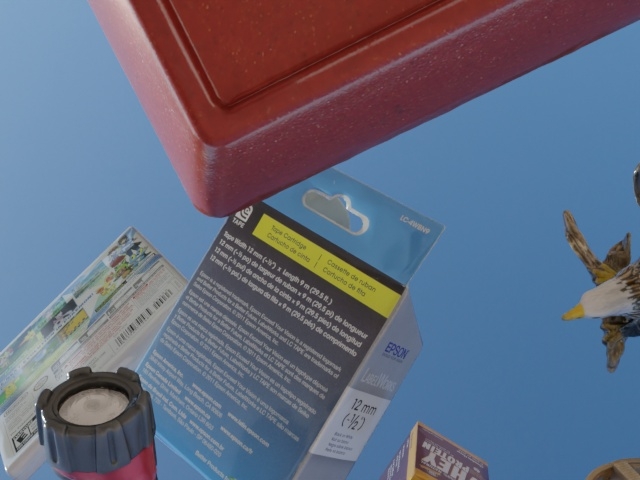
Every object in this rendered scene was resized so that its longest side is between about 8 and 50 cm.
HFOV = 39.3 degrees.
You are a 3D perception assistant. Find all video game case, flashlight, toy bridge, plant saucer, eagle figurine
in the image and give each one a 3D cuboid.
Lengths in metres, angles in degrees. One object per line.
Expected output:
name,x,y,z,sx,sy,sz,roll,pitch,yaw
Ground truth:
video game case,-0.333,0.142,1.263,0.329,0.036,0.300,-46,-149,-7
flashlight,-0.197,0.267,0.845,0.103,0.304,0.103,15,-150,24
toy bridge,0.284,0.225,0.806,0.188,0.026,0.063,-9,-149,-22
plant saucer,0.005,-0.168,0.325,0.259,0.259,0.048,-25,-171,12
eagle figurine,0.340,0.034,0.867,0.226,0.298,0.225,38,-111,7

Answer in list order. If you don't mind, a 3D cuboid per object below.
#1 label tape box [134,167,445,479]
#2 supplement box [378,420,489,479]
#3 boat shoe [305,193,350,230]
label tape box,-0.030,0.098,0.974,0.249,0.115,0.347,31,-92,35
supplement box,0.146,0.409,1.324,0.129,0.194,0.191,31,-167,1
boat shoe,0.001,0.000,1.235,0.079,0.227,0.081,-35,-134,-10
